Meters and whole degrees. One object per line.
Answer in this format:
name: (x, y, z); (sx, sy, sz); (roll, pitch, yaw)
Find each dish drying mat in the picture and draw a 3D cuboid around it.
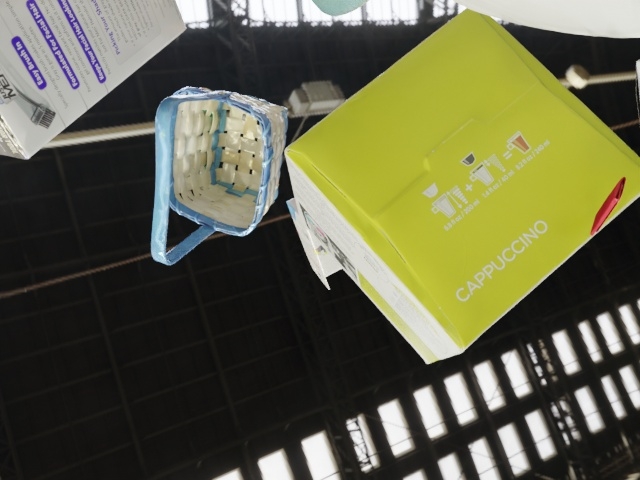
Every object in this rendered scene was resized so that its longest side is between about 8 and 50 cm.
dish drying mat: (0.316, -0.036, 0.669); (0.008, 0.083, 0.032); (19, -113, 15)

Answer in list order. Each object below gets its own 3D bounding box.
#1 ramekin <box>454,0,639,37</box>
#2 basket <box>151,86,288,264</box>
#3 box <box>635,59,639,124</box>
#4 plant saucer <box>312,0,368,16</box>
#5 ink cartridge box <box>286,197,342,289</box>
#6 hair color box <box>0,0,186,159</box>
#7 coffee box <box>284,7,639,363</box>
ramekin: (0.242, -0.280, 0.546); (0.272, 0.273, 0.127); (9, -80, -20)
basket: (-0.177, -0.118, 0.990); (0.200, 0.255, 0.289); (17, -156, 12)
box: (0.574, -0.203, 0.739); (0.261, 0.231, 0.127); (-28, -63, -16)
plant saucer: (0.049, -0.362, 0.533); (0.043, 0.317, 0.318); (15, -124, -26)
ink cartridge box: (0.000, 0.000, 1.258); (0.061, 0.181, 0.104); (-26, -146, -10)
hair color box: (-0.341, -0.284, 0.798); (0.110, 0.185, 0.339); (11, -132, 27)
coffee box: (0.191, -0.056, 0.902); (0.337, 0.334, 0.338); (-39, -102, -7)
